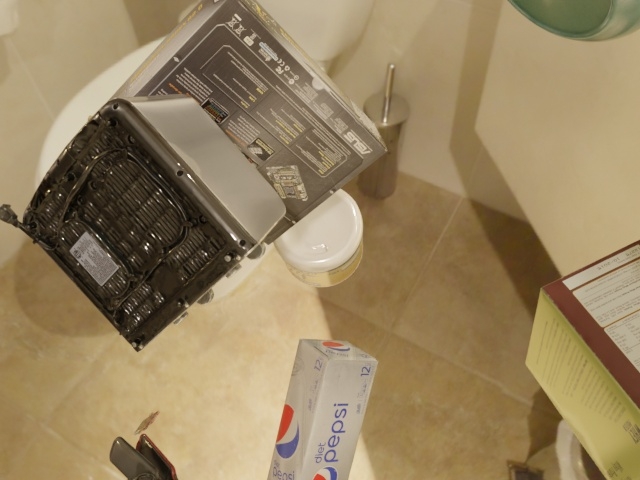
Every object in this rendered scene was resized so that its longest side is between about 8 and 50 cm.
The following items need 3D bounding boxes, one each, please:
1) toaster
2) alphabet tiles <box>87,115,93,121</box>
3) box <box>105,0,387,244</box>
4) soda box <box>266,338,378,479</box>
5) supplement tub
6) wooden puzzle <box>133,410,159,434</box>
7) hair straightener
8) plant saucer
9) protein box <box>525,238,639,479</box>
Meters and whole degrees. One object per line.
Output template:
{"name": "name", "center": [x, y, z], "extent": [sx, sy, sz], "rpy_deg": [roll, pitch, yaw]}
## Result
{"name": "toaster", "center": [-0.149, -0.023, 0.479], "extent": [0.185, 0.168, 0.110], "rpy_deg": [48, 25, -2]}
{"name": "alphabet tiles", "center": [-0.252, -0.097, 0.956], "extent": [0.285, 0.342, 0.011], "rpy_deg": [11, 52, -14]}
{"name": "box", "center": [-0.071, -0.116, 0.569], "extent": [0.183, 0.231, 0.056], "rpy_deg": [-37, 39, 21]}
{"name": "soda box", "center": [-0.005, 0.303, 0.863], "extent": [0.098, 0.286, 0.091], "rpy_deg": [9, 7, -33]}
{"name": "supplement tub", "center": [0.000, 0.000, 0.933], "extent": [0.144, 0.199, 0.144], "rpy_deg": [-1, 74, 4]}
{"name": "wooden puzzle", "center": [-0.385, 0.405, 1.219], "extent": [0.049, 0.083, 0.006], "rpy_deg": [-35, 100, 16]}
{"name": "hair straightener", "center": [-0.212, 0.324, 0.692], "extent": [0.230, 0.089, 0.047], "rpy_deg": [30, 100, 41]}
{"name": "plant saucer", "center": [0.325, -0.398, 0.779], "extent": [0.044, 0.317, 0.317], "rpy_deg": [-45, 65, 2]}
{"name": "protein box", "center": [0.335, 0.143, 0.564], "extent": [0.136, 0.199, 0.201], "rpy_deg": [-25, 53, -3]}
